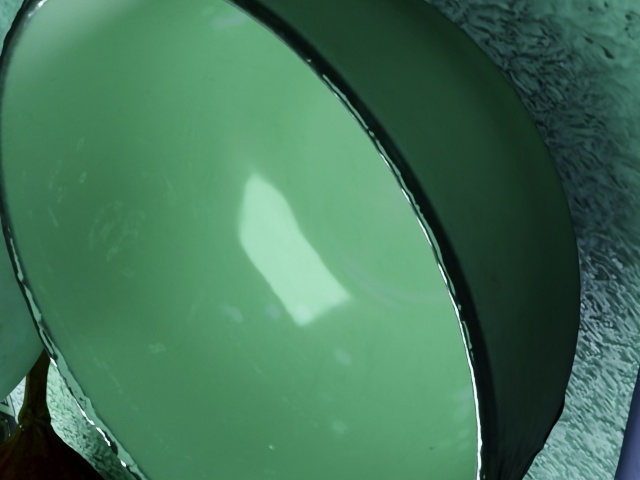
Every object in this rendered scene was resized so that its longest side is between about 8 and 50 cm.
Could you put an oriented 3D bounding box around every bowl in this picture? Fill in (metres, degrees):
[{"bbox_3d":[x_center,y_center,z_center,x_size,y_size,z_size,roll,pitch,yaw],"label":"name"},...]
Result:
[{"bbox_3d":[0.000,0.000,0.623,0.353,0.185,0.354,25,130,35],"label":"bowl"}]

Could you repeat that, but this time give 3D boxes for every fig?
[{"bbox_3d":[-0.281,0.239,1.082,0.217,0.217,0.321,6,99,44],"label":"fig"}]

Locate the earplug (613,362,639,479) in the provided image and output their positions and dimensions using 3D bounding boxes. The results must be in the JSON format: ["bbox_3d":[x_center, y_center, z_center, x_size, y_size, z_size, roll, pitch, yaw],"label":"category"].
[{"bbox_3d":[0.210,0.173,0.503,0.215,0.215,0.456,32,136,30],"label":"earplug"}]

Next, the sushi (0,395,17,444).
[{"bbox_3d":[-0.415,0.202,1.289,0.215,0.050,0.192,16,124,40],"label":"sushi"}]

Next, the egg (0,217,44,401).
[{"bbox_3d":[-0.366,0.036,0.960,0.389,0.276,0.276,-26,93,51],"label":"egg"}]
